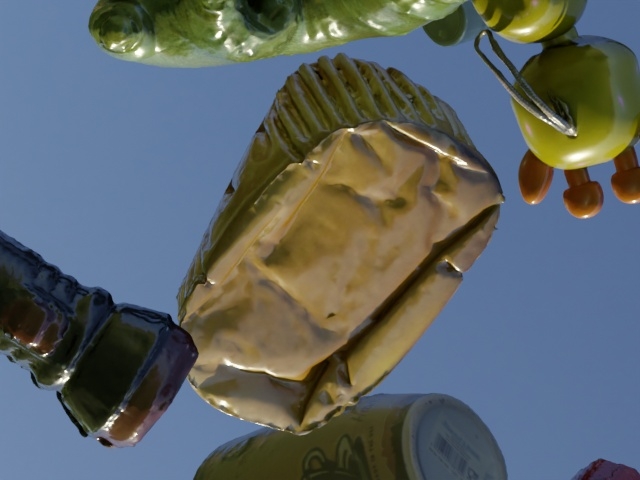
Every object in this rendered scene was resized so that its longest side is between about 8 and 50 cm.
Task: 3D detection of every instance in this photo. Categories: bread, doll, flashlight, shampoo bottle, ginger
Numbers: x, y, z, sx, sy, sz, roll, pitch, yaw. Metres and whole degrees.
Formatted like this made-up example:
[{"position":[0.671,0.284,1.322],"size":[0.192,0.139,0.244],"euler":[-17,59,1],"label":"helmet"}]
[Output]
[{"position":[0.000,0.000,1.505],"size":[0.288,0.204,0.156],"euler":[-60,-157,16],"label":"bread"},{"position":[0.201,-0.128,1.541],"size":[0.143,0.135,0.220],"euler":[-16,-84,26],"label":"doll"},{"position":[-0.189,0.032,1.153],"size":[0.093,0.232,0.093],"euler":[-53,-170,14],"label":"flashlight"},{"position":[0.171,-0.219,1.721],"size":[0.056,0.195,0.056],"euler":[20,-61,40],"label":"shampoo bottle"},{"position":[-0.019,-0.165,1.304],"size":[0.290,0.137,0.089],"euler":[-4,-103,12],"label":"ginger"}]

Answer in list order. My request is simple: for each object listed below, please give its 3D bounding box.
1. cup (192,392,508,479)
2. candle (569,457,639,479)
[{"position":[0.065,0.276,1.791],"size":[0.257,0.301,0.227],"euler":[-28,-149,39],"label":"cup"},{"position":[0.145,0.151,1.025],"size":[0.052,0.131,0.052],"euler":[5,-78,23],"label":"candle"}]
